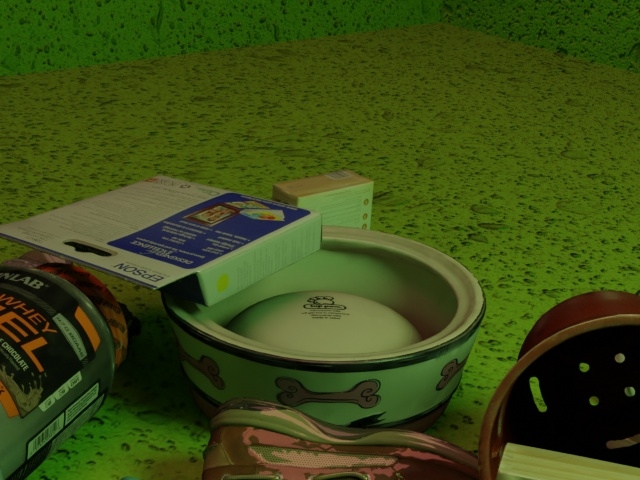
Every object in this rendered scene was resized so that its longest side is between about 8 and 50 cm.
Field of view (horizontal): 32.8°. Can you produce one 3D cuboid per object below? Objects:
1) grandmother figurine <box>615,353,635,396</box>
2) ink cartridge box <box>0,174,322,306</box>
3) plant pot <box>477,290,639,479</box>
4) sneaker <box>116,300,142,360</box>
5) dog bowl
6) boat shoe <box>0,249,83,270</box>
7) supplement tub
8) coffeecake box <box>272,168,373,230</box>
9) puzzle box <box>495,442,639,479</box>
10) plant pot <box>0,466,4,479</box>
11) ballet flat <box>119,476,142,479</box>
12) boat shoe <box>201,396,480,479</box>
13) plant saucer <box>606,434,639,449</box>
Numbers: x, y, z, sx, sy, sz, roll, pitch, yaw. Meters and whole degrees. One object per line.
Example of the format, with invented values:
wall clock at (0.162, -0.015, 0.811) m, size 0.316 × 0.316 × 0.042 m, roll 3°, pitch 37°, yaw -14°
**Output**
grandmother figurine at (0.527, 0.133, 1.408) m, size 0.342 × 0.208 × 0.104 m, roll -18°, pitch 47°, yaw -9°
ink cartridge box at (-0.207, 0.003, 1.379) m, size 0.303 × 0.072 × 0.307 m, roll 15°, pitch 28°, yaw 34°
plant pot at (0.299, 0.175, 1.092) m, size 0.272 × 0.272 × 0.265 m, roll 7°, pitch 11°, yaw 9°
sneaker at (-0.272, 0.116, 1.487) m, size 0.064 × 0.061 × 0.158 m, roll 1°, pitch 22°, yaw -23°
dog bowl at (0.002, 0.121, 1.390) m, size 0.407 × 0.150 × 0.408 m, roll 2°, pitch 22°, yaw -1°
boat shoe at (-0.374, 0.084, 1.487) m, size 0.103 × 0.118 × 0.320 m, roll -13°, pitch 22°, yaw -20°
supplement tub at (-0.362, 0.158, 1.179) m, size 0.207 × 0.207 × 0.338 m, roll 10°, pitch 24°, yaw 17°
coffeecake box at (0.000, 0.000, 1.632) m, size 0.142 × 0.186 × 0.068 m, roll -14°, pitch 28°, yaw -36°
puzzle box at (0.318, 0.317, 0.801) m, size 0.408 × 0.272 × 0.052 m, roll 10°, pitch 19°, yaw 14°
plant pot at (-0.312, 0.334, 0.737) m, size 0.247 × 0.248 × 0.252 m, roll -10°, pitch 42°, yaw -29°
ballet flat at (-0.080, 0.313, 0.991) m, size 0.342 × 0.116 × 0.124 m, roll 12°, pitch 44°, yaw 21°
boat shoe at (0.029, 0.261, 1.128) m, size 0.324 × 0.123 × 0.120 m, roll 10°, pitch 56°, yaw 12°
plant saucer at (0.331, 0.253, 1.268) m, size 0.168 × 0.029 × 0.168 m, roll 3°, pitch 22°, yaw -1°
